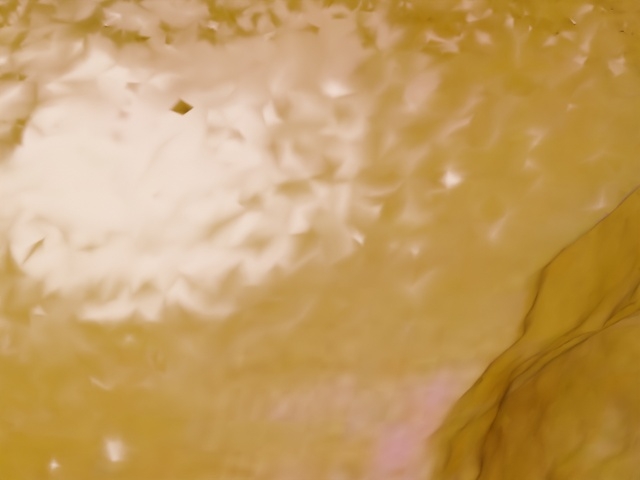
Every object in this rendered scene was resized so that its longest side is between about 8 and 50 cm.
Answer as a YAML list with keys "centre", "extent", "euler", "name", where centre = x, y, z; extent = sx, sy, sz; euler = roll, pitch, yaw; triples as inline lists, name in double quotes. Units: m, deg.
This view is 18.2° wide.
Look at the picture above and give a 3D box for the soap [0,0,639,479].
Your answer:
- centre: [0.001, 0.002, 0.649]
  extent: [0.427, 0.115, 0.306]
  euler: [-3, 127, -17]
  name: "soap"
